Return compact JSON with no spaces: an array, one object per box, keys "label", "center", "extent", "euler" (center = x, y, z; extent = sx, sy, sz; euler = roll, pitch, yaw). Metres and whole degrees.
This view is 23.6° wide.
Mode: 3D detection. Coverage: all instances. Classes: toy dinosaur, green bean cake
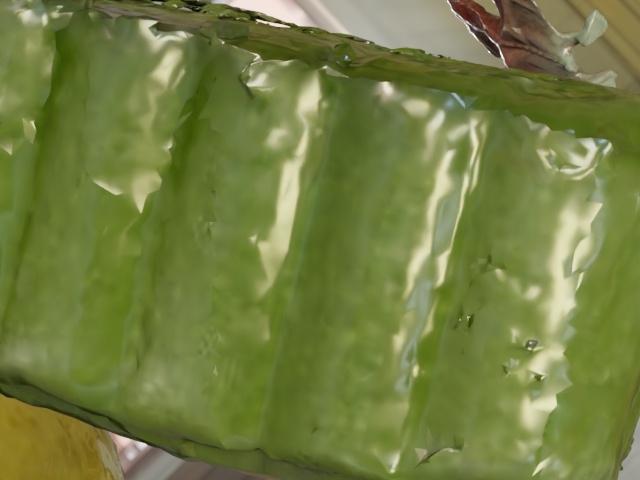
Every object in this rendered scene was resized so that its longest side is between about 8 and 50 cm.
[{"label":"toy dinosaur","center":[0.098,-0.105,0.779],"extent":[0.108,0.032,0.220],"euler":[26,-34,48]},{"label":"green bean cake","center":[0.000,0.000,0.430],"extent":[0.200,0.113,0.214],"euler":[13,3,15]}]

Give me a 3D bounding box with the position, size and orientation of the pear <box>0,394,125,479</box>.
[{"label":"pear","center":[-0.263,0.171,0.728],"extent":[0.348,0.348,0.348],"euler":[46,-4,4]}]
